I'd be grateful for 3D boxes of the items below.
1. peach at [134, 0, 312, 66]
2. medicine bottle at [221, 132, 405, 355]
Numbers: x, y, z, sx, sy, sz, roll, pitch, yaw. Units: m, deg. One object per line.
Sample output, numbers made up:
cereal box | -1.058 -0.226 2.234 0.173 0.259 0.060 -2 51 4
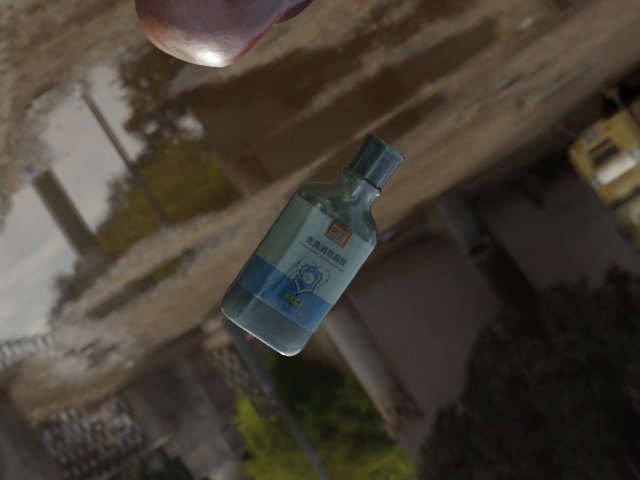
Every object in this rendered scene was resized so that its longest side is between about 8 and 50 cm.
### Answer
peach | -0.066 -0.204 1.040 0.152 0.152 0.152 -33 175 -3
medicine bottle | 0.000 0.000 1.320 0.208 0.090 0.054 -55 -162 1
